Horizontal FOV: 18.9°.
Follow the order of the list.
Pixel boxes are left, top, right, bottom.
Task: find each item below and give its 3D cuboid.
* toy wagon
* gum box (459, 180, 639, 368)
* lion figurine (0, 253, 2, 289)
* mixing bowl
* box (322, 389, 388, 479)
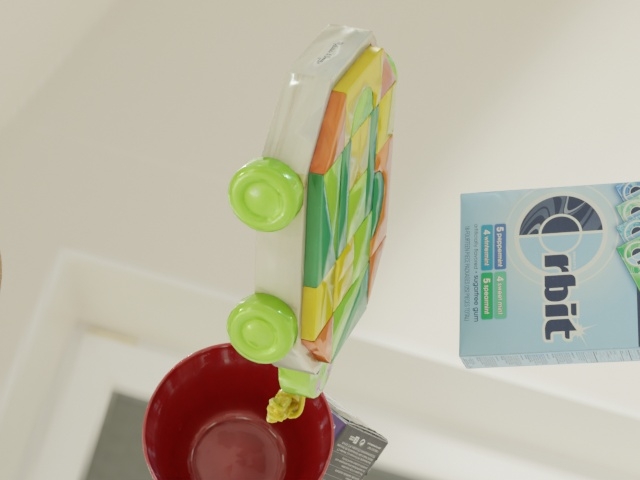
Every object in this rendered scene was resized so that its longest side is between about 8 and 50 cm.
[{"bbox_3d":[0.000,0.000,1.590,0.267,0.068,0.344,-53,-30,-57],"label":"toy wagon"},{"bbox_3d":[0.216,0.030,1.703,0.041,0.184,0.157,55,-146,-65],"label":"gum box"},{"bbox_3d":[-0.362,-0.037,1.447,0.142,0.392,0.240,-16,37,48],"label":"lion figurine"},{"bbox_3d":[-0.079,0.200,1.850,0.098,0.181,0.181,96,-169,-66],"label":"mixing bowl"},{"bbox_3d":[-0.049,0.269,2.264,0.207,0.153,0.108,-56,-35,1],"label":"box"}]
